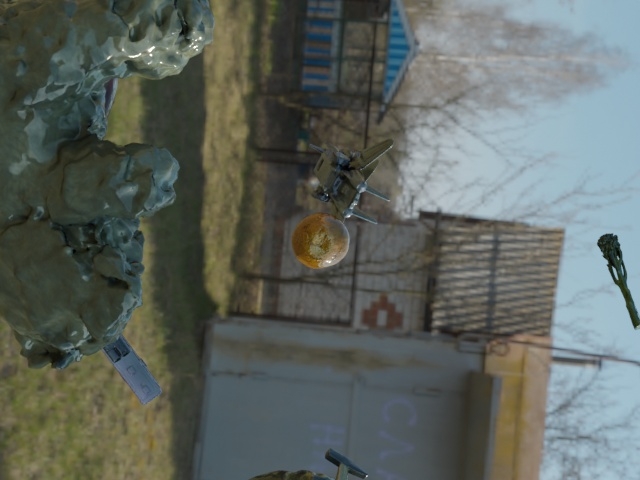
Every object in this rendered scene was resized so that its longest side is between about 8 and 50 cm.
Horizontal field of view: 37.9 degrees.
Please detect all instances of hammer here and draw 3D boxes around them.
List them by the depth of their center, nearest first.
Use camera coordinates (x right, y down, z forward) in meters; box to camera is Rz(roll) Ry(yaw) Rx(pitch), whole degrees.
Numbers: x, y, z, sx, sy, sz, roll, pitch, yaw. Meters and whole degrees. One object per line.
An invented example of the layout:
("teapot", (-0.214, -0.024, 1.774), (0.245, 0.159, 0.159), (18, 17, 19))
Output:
("hammer", (0.020, 0.335, 1.105), (0.013, 0.062, 0.199), (-48, -164, 33))

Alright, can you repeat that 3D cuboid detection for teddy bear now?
("teddy bear", (-0.254, -0.061, 0.901), (0.224, 0.357, 0.367), (-22, 109, -44))

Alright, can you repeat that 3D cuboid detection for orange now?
("orange", (0.000, 0.000, 1.331), (0.070, 0.083, 0.083), (-117, -149, -81))

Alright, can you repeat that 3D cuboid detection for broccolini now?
("broccolini", (0.411, 0.054, 1.273), (0.035, 0.030, 0.140), (44, 31, -62))

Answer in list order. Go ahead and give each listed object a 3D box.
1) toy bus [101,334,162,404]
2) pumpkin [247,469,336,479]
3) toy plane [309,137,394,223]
("toy bus", (-0.255, 0.153, 1.205), (0.131, 0.037, 0.052), (59, -11, -23))
("pumpkin", (-0.035, 0.470, 1.248), (0.241, 0.323, 0.323), (88, 7, -81))
("toy plane", (0.026, -0.117, 1.525), (0.212, 0.088, 0.267), (-60, -151, 19))
